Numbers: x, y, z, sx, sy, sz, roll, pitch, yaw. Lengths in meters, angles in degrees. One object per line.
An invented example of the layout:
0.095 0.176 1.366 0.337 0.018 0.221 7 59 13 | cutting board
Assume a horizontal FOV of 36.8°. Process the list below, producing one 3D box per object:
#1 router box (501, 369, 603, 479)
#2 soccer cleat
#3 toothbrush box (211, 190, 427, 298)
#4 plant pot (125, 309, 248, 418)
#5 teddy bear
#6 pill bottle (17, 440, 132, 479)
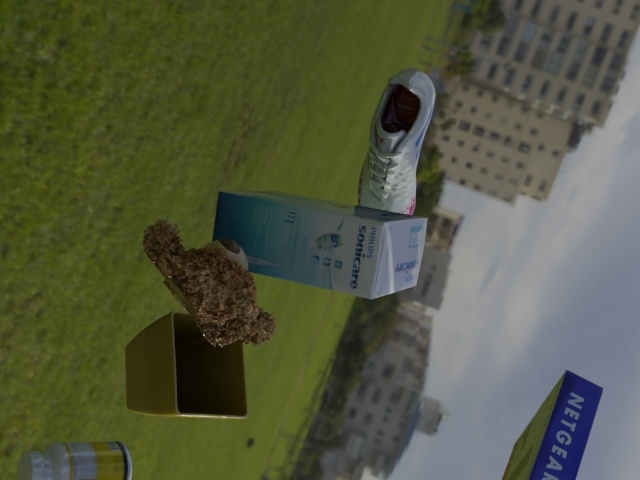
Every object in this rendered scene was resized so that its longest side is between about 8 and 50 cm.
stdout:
0.415 0.464 1.861 0.335 0.082 0.301 -56 168 -42 | router box
0.120 -0.148 1.733 0.143 0.116 0.331 -24 127 -65 | soccer cleat
0.000 0.000 1.586 0.216 0.295 0.126 -6 107 -65 | toothbrush box
-0.298 0.281 2.041 0.212 0.187 0.212 16 63 -50 | plant pot
-0.164 0.069 1.469 0.113 0.245 0.338 -39 159 -12 | teddy bear
-0.440 0.413 1.723 0.103 0.184 0.103 -13 -106 52 | pill bottle
